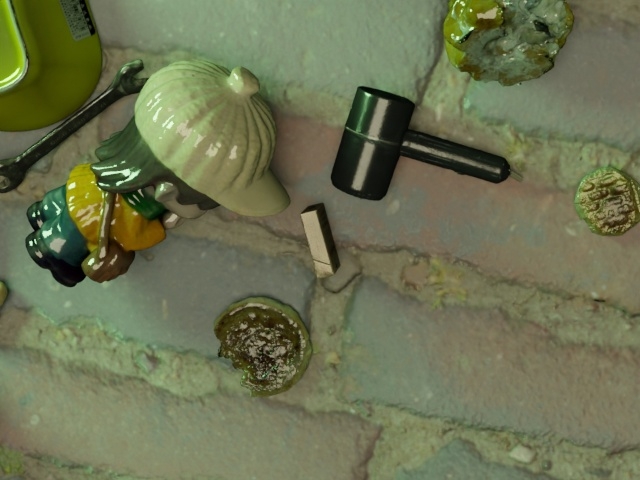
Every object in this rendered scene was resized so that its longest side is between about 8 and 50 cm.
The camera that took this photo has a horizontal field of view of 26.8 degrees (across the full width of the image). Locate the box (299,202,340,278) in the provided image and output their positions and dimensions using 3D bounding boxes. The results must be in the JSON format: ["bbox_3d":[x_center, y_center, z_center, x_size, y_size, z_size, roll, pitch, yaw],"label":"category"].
[{"bbox_3d":[0.000,0.000,1.618,0.024,0.053,0.083,-12,98,12],"label":"box"}]

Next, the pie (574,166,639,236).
[{"bbox_3d":[0.338,-0.046,1.572,0.084,0.020,0.084,2,102,8],"label":"pie"}]

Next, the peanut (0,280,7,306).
[{"bbox_3d":[-0.426,0.087,1.712,0.037,0.037,0.083,30,99,2],"label":"peanut"}]

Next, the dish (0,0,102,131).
[{"bbox_3d":[-0.385,-0.254,1.598,0.221,0.108,0.262,-3,102,9],"label":"dish"}]

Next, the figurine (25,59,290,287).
[{"bbox_3d":[-0.205,-0.083,1.569,0.332,0.185,0.204,-20,133,8],"label":"figurine"}]

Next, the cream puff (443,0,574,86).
[{"bbox_3d":[0.207,-0.254,1.507,0.121,0.156,0.156,-6,105,53],"label":"cream puff"}]

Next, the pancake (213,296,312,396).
[{"bbox_3d":[-0.071,0.129,1.673,0.116,0.022,0.129,-37,98,14],"label":"pancake"}]

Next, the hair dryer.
[{"bbox_3d":[0.130,-0.095,1.579,0.219,0.071,0.124,14,105,-3],"label":"hair dryer"}]

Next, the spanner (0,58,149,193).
[{"bbox_3d":[-0.307,-0.138,1.641,0.254,0.054,0.015,-35,55,14],"label":"spanner"}]
